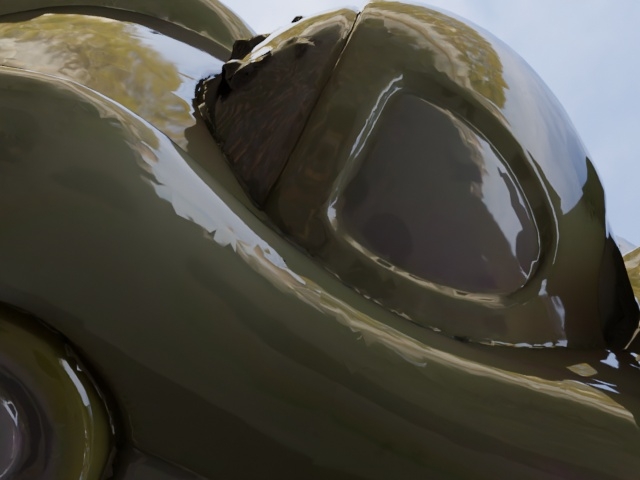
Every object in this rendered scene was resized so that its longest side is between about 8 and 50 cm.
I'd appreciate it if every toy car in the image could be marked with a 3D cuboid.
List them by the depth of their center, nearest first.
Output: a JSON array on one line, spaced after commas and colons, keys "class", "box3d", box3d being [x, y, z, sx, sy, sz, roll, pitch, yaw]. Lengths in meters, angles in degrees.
[{"class": "toy car", "box3d": [0.000, 0.000, 0.537, 0.226, 0.336, 0.242, -60, -175, 18]}]
